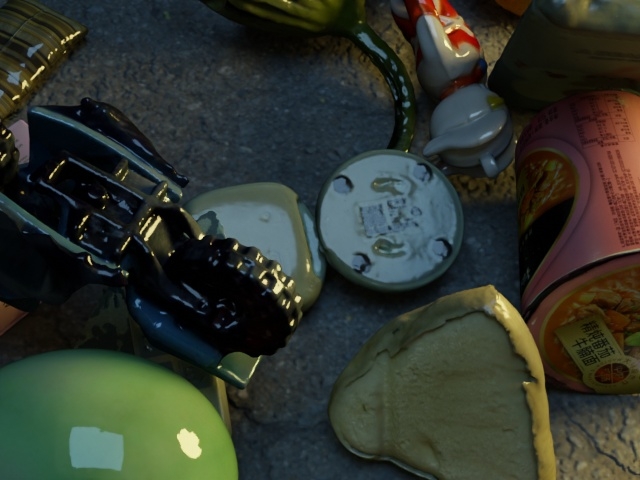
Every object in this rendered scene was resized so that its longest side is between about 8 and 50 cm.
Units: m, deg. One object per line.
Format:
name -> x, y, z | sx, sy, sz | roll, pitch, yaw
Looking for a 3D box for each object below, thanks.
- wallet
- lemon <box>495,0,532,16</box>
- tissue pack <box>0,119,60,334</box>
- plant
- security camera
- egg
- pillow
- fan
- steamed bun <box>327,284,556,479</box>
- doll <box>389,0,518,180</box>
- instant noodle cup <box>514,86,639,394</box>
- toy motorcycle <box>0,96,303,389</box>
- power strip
wallet -> 0.315, -0.192, 1.350 | 0.252, 0.360, 0.083 | 4, 86, 0
lemon -> 0.270, -0.350, 1.543 | 0.257, 0.188, 0.188 | 26, 61, 10
tissue pack -> -0.352, 0.005, 1.365 | 0.148, 0.092, 0.246 | 40, 65, 20
plant -> 0.013, -0.249, 1.552 | 0.251, 0.180, 0.333 | -41, 99, -29
security camera -> 0.000, 0.000, 1.374 | 0.302, 0.080, 0.157 | -12, 72, -7
egg -> -0.206, 0.206, 1.164 | 0.270, 0.220, 0.220 | 4, 57, 10
pillow -> -0.375, -0.204, 1.530 | 0.113, 0.038, 0.203 | 28, 62, 16
fan -> -0.169, 0.075, 1.315 | 0.131, 0.009, 0.240 | 43, 94, 14
steamed bun -> 0.115, 0.137, 1.257 | 0.212, 0.231, 0.110 | -2, 25, 22
doll -> 0.129, -0.226, 1.468 | 0.099, 0.188, 0.384 | -22, 61, 14
instant noodle cup -> 0.294, -0.008, 1.322 | 0.244, 0.244, 0.255 | -3, 49, -2
toy motorcycle -> -0.218, 0.006, 1.208 | 0.416, 0.232, 0.172 | 27, 51, 0
power strip -> -0.138, 0.115, 1.284 | 0.081, 0.035, 0.192 | -11, 82, 11
